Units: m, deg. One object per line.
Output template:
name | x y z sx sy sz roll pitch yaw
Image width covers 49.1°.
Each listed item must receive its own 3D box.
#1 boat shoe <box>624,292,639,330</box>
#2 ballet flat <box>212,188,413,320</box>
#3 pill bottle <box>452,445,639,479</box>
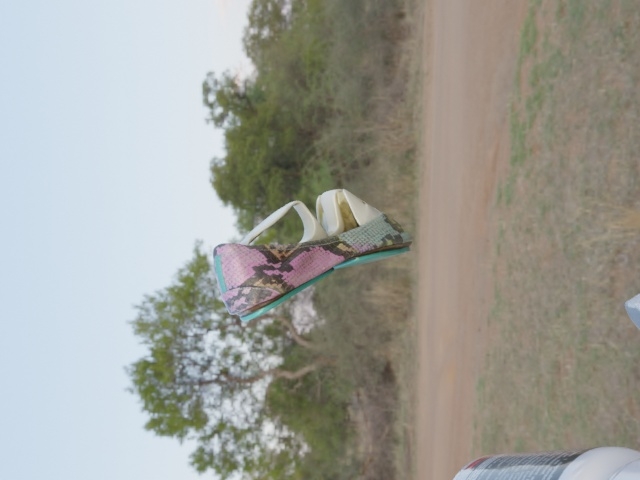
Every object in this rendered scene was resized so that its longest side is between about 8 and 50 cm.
boat shoe | 0.566 0.142 1.001 0.113 0.105 0.306 55 -176 -16
ballet flat | 0.000 0.000 0.606 0.221 0.076 0.079 -19 -90 -43
pill bottle | 0.245 0.279 0.658 0.283 0.161 0.161 136 140 -63
